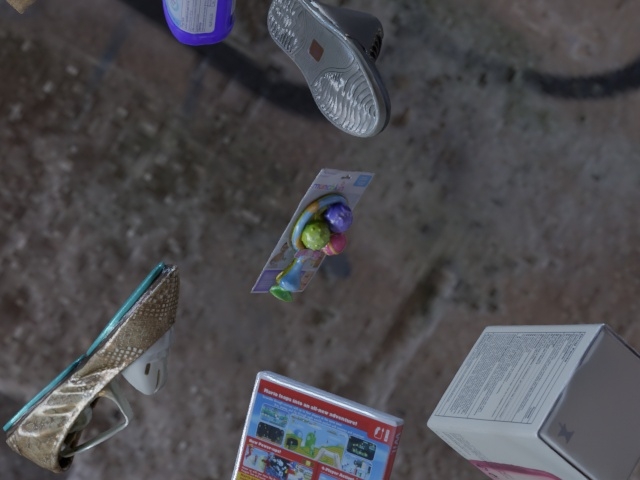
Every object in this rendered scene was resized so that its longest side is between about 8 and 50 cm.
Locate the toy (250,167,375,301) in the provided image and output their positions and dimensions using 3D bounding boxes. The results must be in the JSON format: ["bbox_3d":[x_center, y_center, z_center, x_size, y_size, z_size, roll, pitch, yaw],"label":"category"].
[{"bbox_3d":[0.000,0.000,2.424,0.137,0.056,0.237,1,-52,-53],"label":"toy"}]

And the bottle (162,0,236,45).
[{"bbox_3d":[-0.147,-0.377,1.963,0.283,0.092,0.118,102,157,-53],"label":"bottle"}]

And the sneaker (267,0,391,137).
[{"bbox_3d":[0.043,-0.196,1.707,0.118,0.222,0.083,1,-46,-39],"label":"sneaker"}]

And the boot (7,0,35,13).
[{"bbox_3d":[-0.477,-0.289,1.815,0.295,0.211,0.104,-42,18,15],"label":"boot"}]

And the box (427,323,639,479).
[{"bbox_3d":[0.252,0.185,1.723,0.148,0.127,0.232,-56,20,-18],"label":"box"}]

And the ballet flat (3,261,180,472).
[{"bbox_3d":[-0.155,0.101,1.166,0.206,0.067,0.073,-45,2,26],"label":"ballet flat"}]

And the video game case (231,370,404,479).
[{"bbox_3d":[-0.022,0.328,1.950,0.025,0.204,0.285,-1,-73,-63],"label":"video game case"}]
